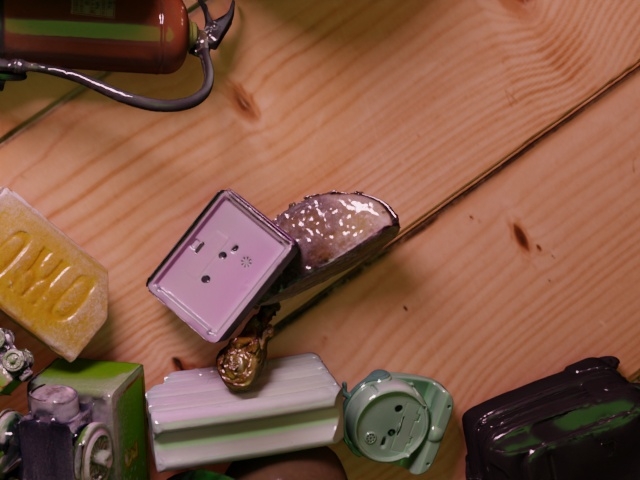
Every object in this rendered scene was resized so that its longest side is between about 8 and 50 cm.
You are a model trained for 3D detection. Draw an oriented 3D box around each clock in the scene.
[{"bbox_3d":[0.104,0.295,1.704,0.211,0.066,0.159,13,100,-18],"label":"clock"},{"bbox_3d":[-0.141,0.038,1.526,0.145,0.073,0.193,40,93,9],"label":"clock"}]

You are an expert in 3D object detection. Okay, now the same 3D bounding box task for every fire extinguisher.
[{"bbox_3d":[-0.292,-0.256,1.396,0.376,0.113,0.200,-1,79,-16],"label":"fire extinguisher"}]

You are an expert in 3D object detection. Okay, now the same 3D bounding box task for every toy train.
[{"bbox_3d":[-0.351,0.329,1.485,0.174,0.249,0.307,3,106,12],"label":"toy train"},{"bbox_3d":[-0.487,0.133,1.453,0.081,0.060,0.202,-44,79,-4],"label":"toy train"}]

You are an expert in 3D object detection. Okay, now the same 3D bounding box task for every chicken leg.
[{"bbox_3d":[-0.100,0.148,1.556,0.070,0.178,0.093,32,133,-4],"label":"chicken leg"}]

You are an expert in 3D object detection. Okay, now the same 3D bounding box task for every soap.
[{"bbox_3d":[-0.406,0.050,1.470,0.232,0.073,0.140,44,74,-22],"label":"soap"},{"bbox_3d":[-0.118,0.258,1.572,0.290,0.173,0.095,-6,107,-14],"label":"soap"}]

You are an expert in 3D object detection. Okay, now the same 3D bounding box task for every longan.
[{"bbox_3d":[-0.054,0.422,1.617,0.248,0.248,0.248,-4,106,-15],"label":"longan"}]

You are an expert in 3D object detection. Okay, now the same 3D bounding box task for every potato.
[{"bbox_3d":[-0.001,0.002,1.595,0.261,0.100,0.120,-29,72,9],"label":"potato"}]

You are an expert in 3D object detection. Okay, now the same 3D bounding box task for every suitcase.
[{"bbox_3d":[0.421,0.405,1.776,0.339,0.188,0.345,-19,111,-4],"label":"suitcase"}]

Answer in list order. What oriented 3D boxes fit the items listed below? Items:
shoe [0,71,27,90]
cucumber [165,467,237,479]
[{"bbox_3d":[-0.481,-0.222,1.398,0.159,0.062,0.053,8,116,-18],"label":"shoe"},{"bbox_3d":[-0.186,0.421,1.464,0.191,0.130,0.191,2,105,6],"label":"cucumber"}]
